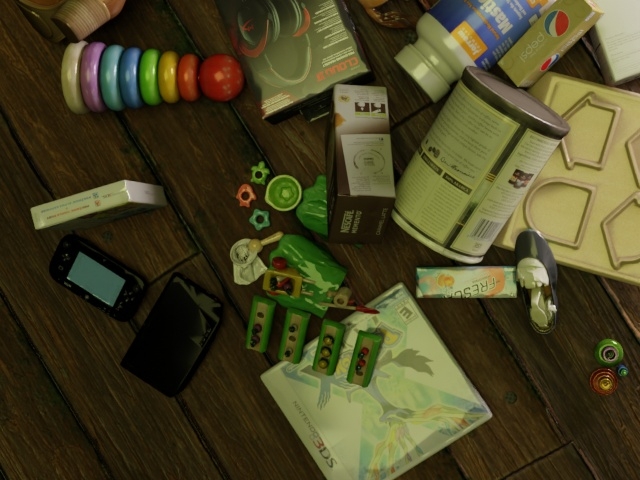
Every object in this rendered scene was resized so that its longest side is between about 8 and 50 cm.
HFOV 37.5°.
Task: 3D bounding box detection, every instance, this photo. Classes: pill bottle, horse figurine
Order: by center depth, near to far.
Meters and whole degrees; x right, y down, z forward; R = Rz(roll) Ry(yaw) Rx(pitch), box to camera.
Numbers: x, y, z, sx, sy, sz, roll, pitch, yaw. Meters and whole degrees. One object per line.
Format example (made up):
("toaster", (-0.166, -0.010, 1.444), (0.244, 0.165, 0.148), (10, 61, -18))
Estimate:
("pill bottle", (0.266, -0.373, 1.655), (0.272, 0.152, 0.152), (-43, 85, 7))
("horse figurine", (0.108, -0.498, 1.721), (0.174, 0.066, 0.263), (-15, 87, 4))

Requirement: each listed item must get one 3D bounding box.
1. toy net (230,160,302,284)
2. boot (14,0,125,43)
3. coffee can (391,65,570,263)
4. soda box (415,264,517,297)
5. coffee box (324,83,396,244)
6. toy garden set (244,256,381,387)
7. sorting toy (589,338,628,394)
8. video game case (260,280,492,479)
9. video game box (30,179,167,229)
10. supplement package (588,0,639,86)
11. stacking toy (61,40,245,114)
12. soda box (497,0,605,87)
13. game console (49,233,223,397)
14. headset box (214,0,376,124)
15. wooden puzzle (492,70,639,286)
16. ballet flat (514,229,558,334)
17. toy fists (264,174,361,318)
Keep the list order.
("toy net", (-0.125, -0.027, 1.781), (0.122, 0.045, 0.232), (26, 96, 7))
("boot", (-0.450, -0.483, 1.784), (0.220, 0.283, 0.109), (-48, 128, -17))
("coffee can", (0.262, -0.128, 1.604), (0.201, 0.201, 0.275), (34, 112, 7))
("soda box", (0.265, 0.074, 1.711), (0.183, 0.063, 0.058), (-1, 91, 9))
("coffee box", (0.064, -0.133, 1.634), (0.098, 0.141, 0.246), (2, 54, -6))
("toy garden set", (-0.012, 0.152, 1.688), (0.244, 0.049, 0.204), (17, 120, 9))
("sorting toy", (0.519, 0.230, 1.685), (0.061, 0.042, 0.102), (9, 93, 9))
("video game case", (0.101, 0.288, 1.758), (0.329, 0.036, 0.300), (-34, 86, 8))
("video game box", (-0.404, -0.063, 1.745), (0.187, 0.205, 0.048), (-13, 88, 9))
("supplement package", (0.526, -0.370, 1.635), (0.105, 0.105, 0.179), (-18, 89, 11))
("stacking toy", (-0.306, -0.302, 1.766), (0.330, 0.141, 0.141), (2, 92, 5))
("soda box", (0.392, -0.345, 1.610), (0.181, 0.058, 0.061), (-46, 70, 30))
("game console", (-0.374, 0.127, 1.827), (0.361, 0.044, 0.213), (31, 96, 8))
("headset box", (-0.042, -0.363, 1.725), (0.218, 0.110, 0.293), (-22, 88, 9))
("wooden puzzle", (0.501, -0.104, 1.666), (0.347, 0.080, 0.322), (17, 94, 13))
("ballet flat", (0.380, 0.081, 1.649), (0.074, 0.074, 0.203), (-12, 117, 9))
("toy fists", (0.000, 0.000, 1.739), (0.142, 0.096, 0.279), (29, 94, -1))
